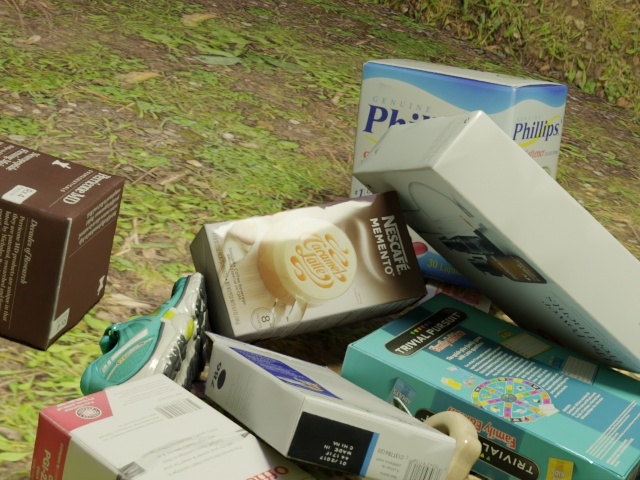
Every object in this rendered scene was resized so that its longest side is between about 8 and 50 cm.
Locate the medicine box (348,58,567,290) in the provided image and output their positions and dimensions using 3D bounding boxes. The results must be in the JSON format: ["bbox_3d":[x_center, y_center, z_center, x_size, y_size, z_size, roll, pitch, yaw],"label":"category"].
[{"bbox_3d":[0.189,-0.101,1.835,0.263,0.289,0.149,16,18,38],"label":"medicine box"}]

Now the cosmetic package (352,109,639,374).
[{"bbox_3d":[0.242,0.006,1.566,0.377,0.097,0.284,41,-8,-13],"label":"cosmetic package"}]

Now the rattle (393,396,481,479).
[{"bbox_3d":[0.131,0.243,1.312,0.142,0.130,0.199,20,-7,-15],"label":"rattle"}]

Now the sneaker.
[{"bbox_3d":[-0.186,0.106,1.415,0.110,0.107,0.275,3,18,7],"label":"sneaker"}]

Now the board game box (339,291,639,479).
[{"bbox_3d":[0.224,0.188,1.487,0.336,0.079,0.254,24,23,24],"label":"board game box"}]

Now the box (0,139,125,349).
[{"bbox_3d":[-0.361,-0.005,1.479,0.203,0.167,0.168,17,21,7],"label":"box"}]

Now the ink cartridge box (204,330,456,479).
[{"bbox_3d":[-0.010,0.169,1.294,0.165,0.065,0.332,18,1,-21],"label":"ink cartridge box"}]

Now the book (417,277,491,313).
[{"bbox_3d":[0.190,0.086,1.790,0.096,0.035,0.144,12,21,8],"label":"book"}]

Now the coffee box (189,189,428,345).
[{"bbox_3d":[-0.016,0.035,1.531,0.246,0.141,0.098,-12,-14,-21],"label":"coffee box"}]

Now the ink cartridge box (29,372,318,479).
[{"bbox_3d":[-0.134,0.222,1.161,0.218,0.092,0.158,27,25,34],"label":"ink cartridge box"}]
